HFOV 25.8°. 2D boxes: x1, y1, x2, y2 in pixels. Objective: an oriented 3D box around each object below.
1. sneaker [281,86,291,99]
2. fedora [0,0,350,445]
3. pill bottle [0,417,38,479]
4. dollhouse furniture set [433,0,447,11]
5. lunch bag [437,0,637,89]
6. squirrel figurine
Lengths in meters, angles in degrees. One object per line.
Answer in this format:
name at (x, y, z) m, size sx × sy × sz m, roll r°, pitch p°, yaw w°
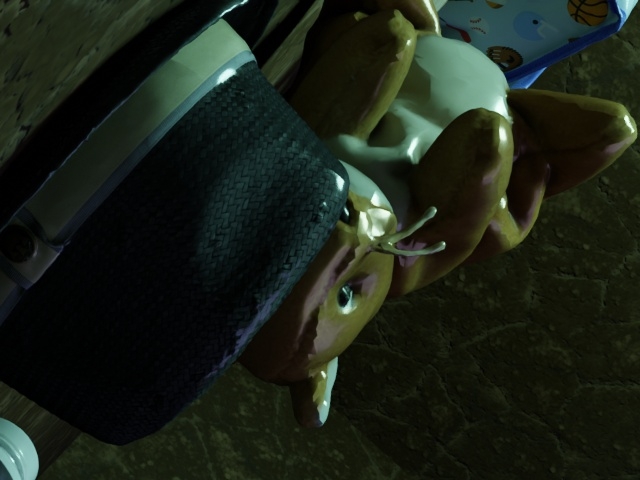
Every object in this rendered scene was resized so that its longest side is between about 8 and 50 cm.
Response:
sneaker at (-0.051, -0.138, 1.540) m, size 0.083 × 0.032 × 0.037 m, roll -54°, pitch 169°, yaw -32°
fedora at (-0.096, 0.007, 0.861) m, size 0.334 × 0.152 × 0.334 m, roll -48°, pitch 180°, yaw 0°
pill bottle at (-0.320, 0.228, 1.189) m, size 0.108 × 0.108 × 0.193 m, roll -48°, pitch 180°, yaw 26°
dollhouse furniture set at (0.116, -0.212, 1.479) m, size 0.129 × 0.129 × 0.183 m, roll 2°, pitch 138°, yaw -52°
lunch bag at (0.277, -0.359, 1.855) m, size 0.385 × 0.239 × 0.328 m, roll -24°, pitch -160°, yaw 49°
squirrel figurine at (0.000, 0.000, 1.143) m, size 0.397 × 0.281 × 0.370 m, roll -42°, pitch -172°, yaw 44°
